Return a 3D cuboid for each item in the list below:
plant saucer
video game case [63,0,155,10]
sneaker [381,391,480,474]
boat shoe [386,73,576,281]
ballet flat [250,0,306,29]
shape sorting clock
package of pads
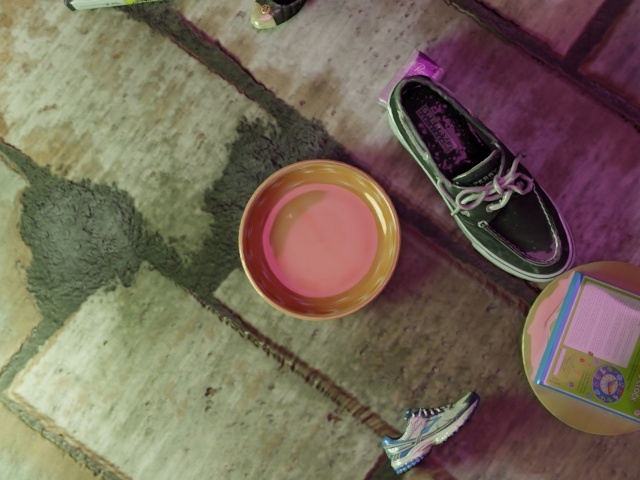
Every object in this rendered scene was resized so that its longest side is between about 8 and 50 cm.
[{"bbox_3d":[0.000,0.000,1.286,0.200,0.037,0.199,-1,84,7],"label":"plant saucer"},{"bbox_3d":[-0.217,-0.446,1.350,0.248,0.035,0.274,-5,84,6],"label":"video game case"},{"bbox_3d":[0.130,0.219,1.246,0.135,0.052,0.058,-39,78,1],"label":"sneaker"},{"bbox_3d":[0.194,-0.074,1.226,0.113,0.105,0.306,-35,92,3],"label":"boat shoe"},{"bbox_3d":[-0.026,-0.335,1.312,0.173,0.049,0.057,-45,81,1],"label":"ballet flat"},{"bbox_3d":[0.341,0.127,1.236,0.206,0.040,0.206,0,86,2],"label":"shape sorting clock"},{"bbox_3d":[0.114,-0.191,1.294,0.050,0.032,0.083,37,90,4],"label":"package of pads"}]
